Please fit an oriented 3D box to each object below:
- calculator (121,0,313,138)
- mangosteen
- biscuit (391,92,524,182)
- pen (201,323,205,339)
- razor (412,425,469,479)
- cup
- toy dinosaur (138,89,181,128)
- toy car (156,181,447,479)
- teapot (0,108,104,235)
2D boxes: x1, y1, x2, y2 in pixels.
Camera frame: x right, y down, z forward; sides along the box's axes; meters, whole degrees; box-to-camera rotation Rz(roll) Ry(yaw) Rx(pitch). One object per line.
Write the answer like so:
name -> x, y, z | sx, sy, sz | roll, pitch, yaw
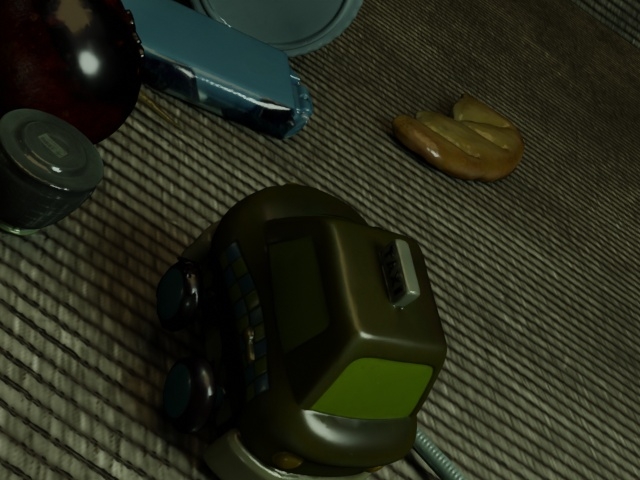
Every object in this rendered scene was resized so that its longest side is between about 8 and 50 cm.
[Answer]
calculator -> -0.139, -0.216, 1.156 | 0.293, 0.051, 0.173 | 21, 35, -22
mangosteen -> -0.261, -0.166, 0.874 | 0.200, 0.200, 0.200 | 25, 32, -17
biscuit -> 0.221, -0.149, 1.430 | 0.154, 0.045, 0.299 | 44, 32, 12
pen -> -0.026, 0.057, 0.915 | 0.028, 0.028, 0.239 | 47, 33, 18
razor -> 0.101, 0.188, 0.844 | 0.036, 0.084, 0.211 | -35, 61, -29
cup -> -0.088, -0.441, 1.318 | 0.331, 0.257, 0.311 | 25, 34, -21
toy dinosaur -> -0.224, -0.183, 1.041 | 0.162, 0.039, 0.126 | 23, 31, -22
toy car -> 0.004, 0.061, 0.749 | 0.204, 0.198, 0.248 | 14, 50, -36
teapot -> -0.252, -0.056, 0.787 | 0.124, 0.091, 0.092 | 32, 30, -17
